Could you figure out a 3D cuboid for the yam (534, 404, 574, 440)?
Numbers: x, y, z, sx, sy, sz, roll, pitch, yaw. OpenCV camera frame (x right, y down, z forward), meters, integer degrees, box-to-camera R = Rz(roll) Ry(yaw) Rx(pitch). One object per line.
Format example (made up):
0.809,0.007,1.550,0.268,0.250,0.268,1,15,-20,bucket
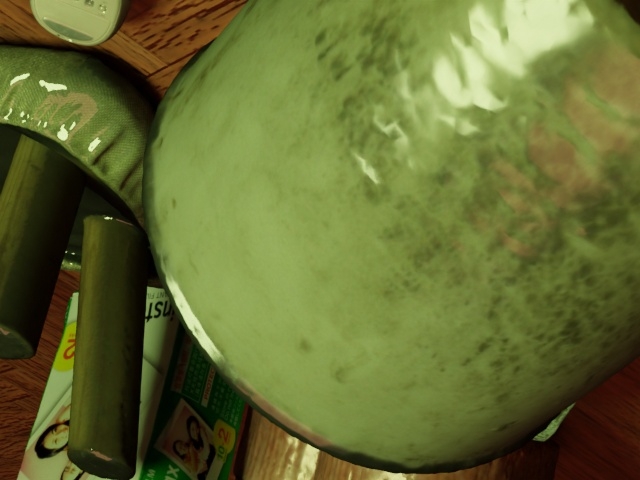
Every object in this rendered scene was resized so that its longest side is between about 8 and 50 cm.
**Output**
0.124,0.085,1.240,0.194,0.107,0.107,24,152,-14,yam

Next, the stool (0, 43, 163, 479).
-0.267,0.013,1.224,0.310,0.226,0.310,6,150,19,stool

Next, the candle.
0.092,0.187,1.387,0.287,0.131,0.317,14,176,-25,candle

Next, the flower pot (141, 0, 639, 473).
0.100,-0.076,0.795,0.293,0.293,0.330,26,144,-13,flower pot

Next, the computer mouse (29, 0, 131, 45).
-0.152,-0.166,1.028,0.066,0.039,0.096,21,145,-7,computer mouse

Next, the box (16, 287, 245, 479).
-0.163,0.157,1.397,0.180,0.250,0.103,-8,150,37,box
